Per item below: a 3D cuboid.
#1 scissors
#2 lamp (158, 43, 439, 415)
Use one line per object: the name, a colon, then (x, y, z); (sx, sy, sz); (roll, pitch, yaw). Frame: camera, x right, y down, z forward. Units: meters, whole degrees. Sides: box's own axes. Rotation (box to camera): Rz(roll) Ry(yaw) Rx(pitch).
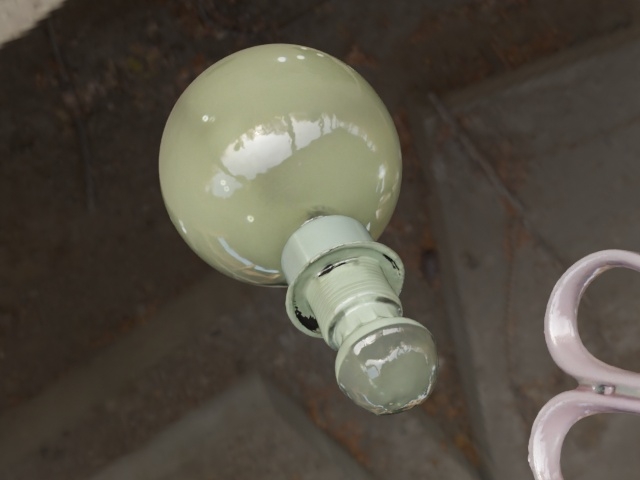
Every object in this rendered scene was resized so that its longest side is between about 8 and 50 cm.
scissors: (0.187, 0.072, 0.636); (0.030, 0.242, 0.118); (9, 89, -49)
lamp: (0.000, 0.000, 0.585); (0.091, 0.163, 0.091); (-15, 136, -15)
